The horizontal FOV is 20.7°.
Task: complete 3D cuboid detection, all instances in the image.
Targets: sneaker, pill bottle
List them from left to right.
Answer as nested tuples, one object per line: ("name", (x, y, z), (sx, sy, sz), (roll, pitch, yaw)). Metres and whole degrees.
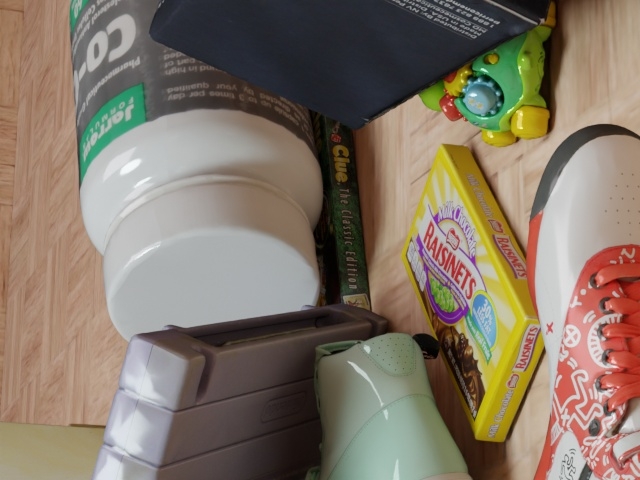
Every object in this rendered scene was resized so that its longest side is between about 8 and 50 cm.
("pill bottle", (-0.107, -0.087, 1.498), (0.204, 0.204, 0.361), (114, 154, -44))
("sneaker", (0.026, 0.155, 1.246), (0.256, 0.094, 0.151), (-50, 50, 55))
("sneaker", (0.169, 0.079, 0.896), (0.145, 0.090, 0.270), (-157, 71, -70))

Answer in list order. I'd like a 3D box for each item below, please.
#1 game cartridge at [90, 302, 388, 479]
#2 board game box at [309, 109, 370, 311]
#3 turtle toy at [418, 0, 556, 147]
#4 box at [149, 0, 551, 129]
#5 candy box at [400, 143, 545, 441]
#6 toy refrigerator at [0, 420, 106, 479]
("game cartridge", (-0.065, 0.165, 1.241), (0.355, 0.068, 0.230), (-3, -65, -68))
("board game box", (0.000, 0.000, 1.517), (0.136, 0.030, 0.259), (121, 149, -56))
("turtle toy", (0.107, -0.112, 1.169), (0.130, 0.066, 0.095), (169, 106, -71))
("box", (0.044, -0.260, 1.120), (0.294, 0.183, 0.296), (-27, 43, 69))
("candy box", (0.103, 0.031, 1.198), (0.206, 0.027, 0.105), (-110, 34, -52))
("toy refrigerator", (-0.207, 0.226, 1.680), (0.102, 0.270, 0.094), (139, 134, -65))
